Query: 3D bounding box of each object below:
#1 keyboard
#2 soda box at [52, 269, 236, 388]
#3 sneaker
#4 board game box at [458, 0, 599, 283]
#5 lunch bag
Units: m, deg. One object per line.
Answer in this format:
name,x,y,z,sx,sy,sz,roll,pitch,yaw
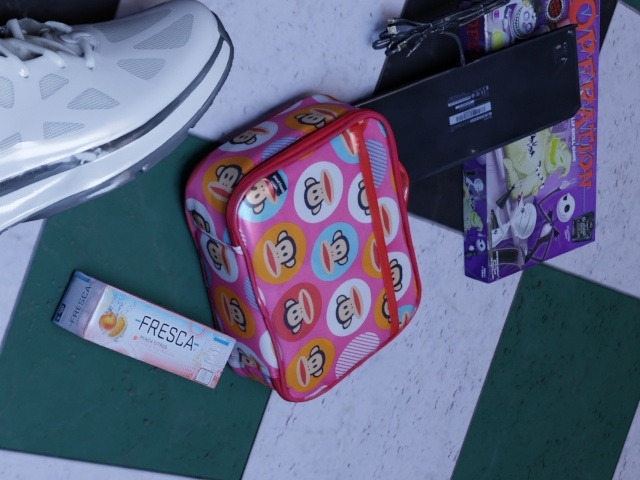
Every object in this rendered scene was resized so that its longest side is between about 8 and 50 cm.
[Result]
keyboard,0.159,-0.183,1.588,0.317,0.033,0.201,-22,122,-21
soda box,-0.174,0.091,1.405,0.183,0.063,0.058,29,84,-43
sneaker,-0.278,-0.151,1.163,0.447,0.169,0.257,-35,126,-25
board game box,0.260,-0.138,1.728,0.208,0.056,0.346,-22,117,-39
lunch bag,0.000,0.000,1.493,0.258,0.120,0.293,-34,127,-30
